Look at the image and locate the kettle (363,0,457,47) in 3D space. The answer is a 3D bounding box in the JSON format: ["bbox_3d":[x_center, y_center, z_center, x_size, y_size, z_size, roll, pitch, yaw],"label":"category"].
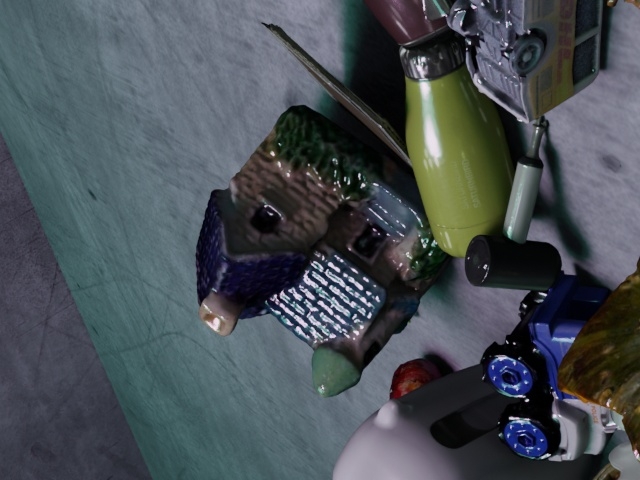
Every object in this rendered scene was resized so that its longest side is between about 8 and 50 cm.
[{"bbox_3d":[0.069,-0.316,1.288,0.232,0.144,0.202,61,176,-15],"label":"kettle"}]

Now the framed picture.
[{"bbox_3d":[0.051,-0.154,1.507,0.216,0.016,0.273,45,-176,26],"label":"framed picture"}]

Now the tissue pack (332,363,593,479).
[{"bbox_3d":[0.185,0.295,1.580,0.229,0.333,0.236,36,130,37],"label":"tissue pack"}]

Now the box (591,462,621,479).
[{"bbox_3d":[0.402,0.351,1.515,0.177,0.111,0.111,37,149,37],"label":"box"}]

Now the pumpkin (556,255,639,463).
[{"bbox_3d":[0.363,0.090,1.147,0.095,0.290,0.258,31,-167,-33],"label":"pumpkin"}]

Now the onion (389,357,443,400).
[{"bbox_3d":[0.175,0.248,1.832,0.140,0.150,0.150,-2,127,17],"label":"onion"}]

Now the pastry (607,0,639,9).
[{"bbox_3d":[0.252,-0.267,0.865,0.274,0.193,0.275,12,138,11],"label":"pastry"}]

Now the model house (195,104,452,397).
[{"bbox_3d":[-0.016,0.034,1.631,0.298,0.284,0.243,37,154,6],"label":"model house"}]

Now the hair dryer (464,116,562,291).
[{"bbox_3d":[0.228,-0.039,1.367,0.057,0.100,0.198,-137,54,-61],"label":"hair dryer"}]

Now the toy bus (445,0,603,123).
[{"bbox_3d":[0.192,-0.262,1.106,0.097,0.138,0.343,46,156,38],"label":"toy bus"}]

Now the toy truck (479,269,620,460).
[{"bbox_3d":[0.301,0.151,1.434,0.177,0.161,0.213,2,124,33],"label":"toy truck"}]

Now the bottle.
[{"bbox_3d":[0.154,-0.111,1.400,0.112,0.112,0.260,23,139,51],"label":"bottle"}]

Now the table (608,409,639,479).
[{"bbox_3d":[0.370,0.248,1.274,0.166,0.198,0.167,7,115,14],"label":"table"}]
